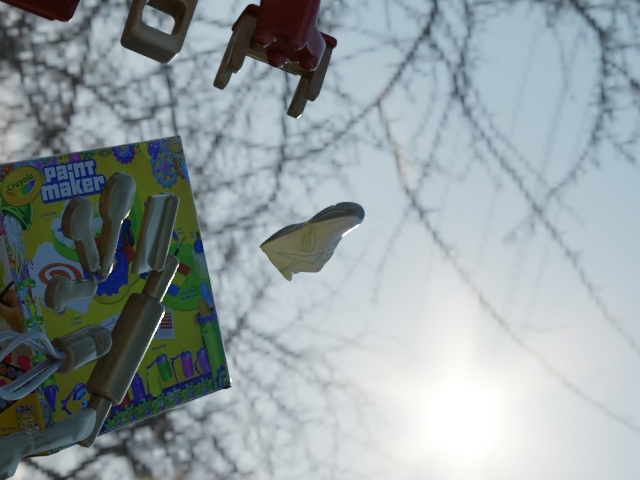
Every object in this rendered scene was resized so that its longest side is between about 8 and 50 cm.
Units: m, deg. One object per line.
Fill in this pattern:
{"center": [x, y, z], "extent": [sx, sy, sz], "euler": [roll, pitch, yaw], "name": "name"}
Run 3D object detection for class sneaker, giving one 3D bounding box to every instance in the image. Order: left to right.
{"center": [0.000, 0.000, 1.842], "extent": [0.152, 0.053, 0.061], "euler": [-24, -80, 40], "name": "sneaker"}

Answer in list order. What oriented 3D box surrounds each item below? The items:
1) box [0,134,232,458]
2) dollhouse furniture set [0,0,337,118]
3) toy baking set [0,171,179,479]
{"center": [-0.266, 0.054, 1.619], "extent": [0.177, 0.290, 0.279], "euler": [-9, -87, 35], "name": "box"}
{"center": [-0.139, -0.279, 1.543], "extent": [0.201, 0.374, 0.152], "euler": [144, -36, -67], "name": "dollhouse furniture set"}
{"center": [-0.173, 0.064, 1.126], "extent": [0.256, 0.030, 0.197], "euler": [-67, 158, -15], "name": "toy baking set"}
